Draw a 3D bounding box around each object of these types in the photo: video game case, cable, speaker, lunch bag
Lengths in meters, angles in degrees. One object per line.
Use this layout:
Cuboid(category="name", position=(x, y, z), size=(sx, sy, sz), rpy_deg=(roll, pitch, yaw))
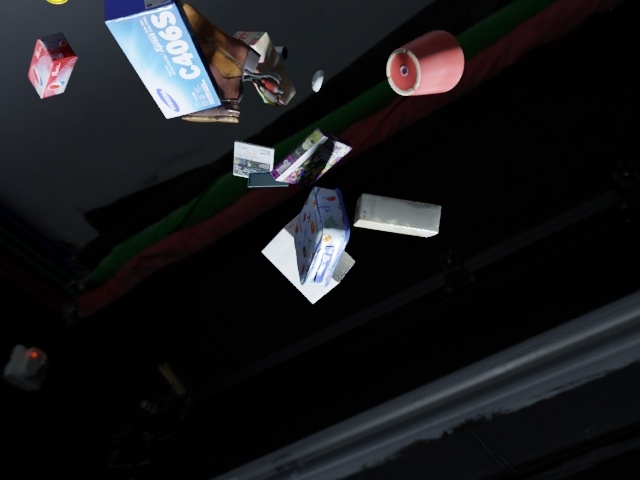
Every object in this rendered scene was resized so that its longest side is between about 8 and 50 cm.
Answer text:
Cuboid(category="video game case", position=(-0.025, -0.262, 1.568), size=(0.210, 0.232, 0.042), rpy_deg=(-39, -105, 20))
Cuboid(category="cable", position=(-0.260, -0.640, 1.944), size=(0.287, 0.139, 0.072), rpy_deg=(30, -120, 7))
Cuboid(category="video game case", position=(-0.322, -0.379, 2.327), size=(0.190, 0.173, 0.022), rpy_deg=(12, -148, 4))
Cuboid(category="speaker", position=(-0.211, -0.811, 2.097), size=(0.136, 0.055, 0.055), rpy_deg=(9, -125, 22))
Cuboid(category="lunch bag", position=(0.000, 0.000, 1.541), size=(0.114, 0.304, 0.243), rpy_deg=(2, -134, -17))

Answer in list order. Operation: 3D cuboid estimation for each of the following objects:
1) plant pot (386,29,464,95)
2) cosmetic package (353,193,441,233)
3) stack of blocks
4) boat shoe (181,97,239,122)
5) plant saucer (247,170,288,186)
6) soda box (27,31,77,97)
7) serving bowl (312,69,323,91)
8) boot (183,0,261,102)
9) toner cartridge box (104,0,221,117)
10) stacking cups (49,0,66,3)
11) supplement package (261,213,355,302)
Cuboid(category="plant pot", position=(0.438, -0.755, 2.106), size=(0.243, 0.275, 0.274), rpy_deg=(-26, -152, -32))
Cuboid(category="cosmetic package", position=(0.297, -0.096, 1.903), size=(0.309, 0.160, 0.113), rpy_deg=(9, -96, -1))
Cuboid(category="stack of blocks", position=(-0.244, -0.716, 2.026), size=(0.171, 0.297, 0.087), rpy_deg=(18, -116, 36))
Cuboid(category="boat shoe", position=(-0.328, -0.391, 1.453), size=(0.206, 0.073, 0.073), rpy_deg=(6, -171, 25))
Cuboid(category="plant saucer", position=(-0.224, -0.265, 2.096), size=(0.191, 0.018, 0.067), rpy_deg=(1, -95, 18))
Cuboid(category="soda box", position=(-0.896, -0.576, 1.614), size=(0.083, 0.092, 0.263), rpy_deg=(-35, -170, -37))
Cuboid(category="serving bowl", position=(-0.015, -0.625, 1.892), size=(0.083, 0.027, 0.084), rpy_deg=(-167, -90, -72))
Cuboid(category="boot", position=(-0.357, -0.548, 1.505), size=(0.264, 0.280, 0.096), rpy_deg=(-62, -154, 4))
Cuboid(category="toner cartridge box", position=(-0.386, -0.465, 1.236), size=(0.165, 0.348, 0.075), rpy_deg=(-13, -114, 2))
Cuboid(category="stacking cups", position=(-0.951, -0.957, 1.663), size=(0.096, 0.096, 0.316), rpy_deg=(-52, -177, -18))
Cuboid(category="supplement package", position=(-0.046, 0.063, 1.911), size=(0.177, 0.293, 0.175), rpy_deg=(-42, -178, 39))
